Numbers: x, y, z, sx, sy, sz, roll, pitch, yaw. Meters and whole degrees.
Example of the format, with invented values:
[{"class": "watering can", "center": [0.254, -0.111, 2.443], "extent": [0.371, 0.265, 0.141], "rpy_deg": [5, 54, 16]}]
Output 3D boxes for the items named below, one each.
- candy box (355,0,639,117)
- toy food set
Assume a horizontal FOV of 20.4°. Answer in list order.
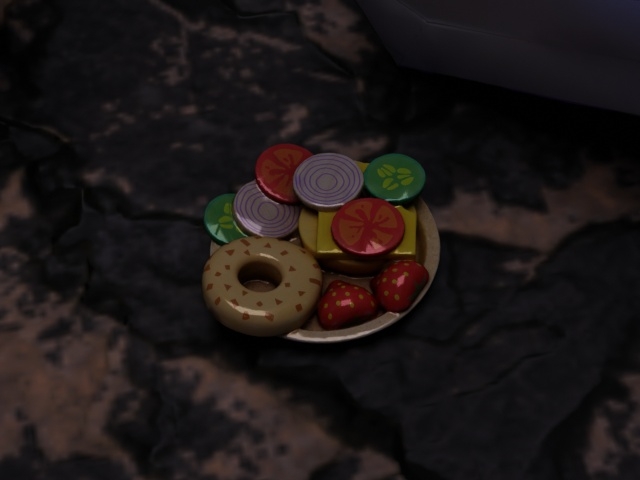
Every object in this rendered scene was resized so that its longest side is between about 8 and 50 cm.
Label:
[{"class": "candy box", "center": [0.124, -0.143, 0.637], "extent": [0.165, 0.070, 0.196], "rpy_deg": [16, 64, 42]}, {"class": "toy food set", "center": [0.000, 0.000, 0.620], "extent": [0.083, 0.020, 0.082], "rpy_deg": [0, 53, 3]}]
